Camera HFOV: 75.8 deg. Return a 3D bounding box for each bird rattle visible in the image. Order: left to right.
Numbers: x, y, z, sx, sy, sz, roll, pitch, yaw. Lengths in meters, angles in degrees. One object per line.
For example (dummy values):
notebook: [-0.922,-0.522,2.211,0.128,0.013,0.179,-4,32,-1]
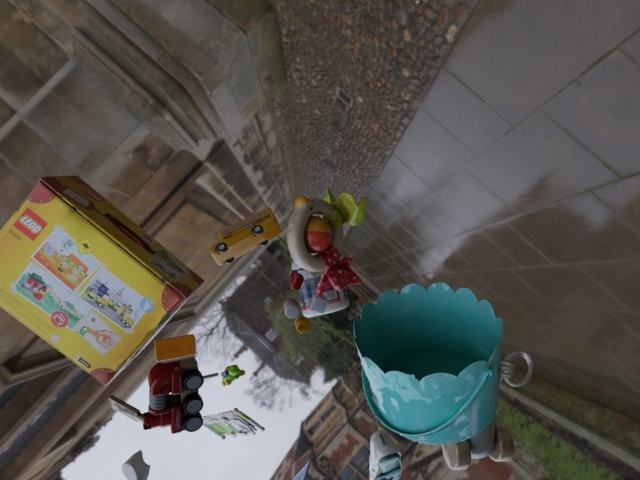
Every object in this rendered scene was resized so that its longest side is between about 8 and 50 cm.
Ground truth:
bird rattle: [0.000,0.000,0.941,0.207,0.253,0.143,15,178,-45]

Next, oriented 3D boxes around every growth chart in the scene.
growth chart: [-0.298,0.616,1.371,0.172,0.238,0.021,46,-144,-27]

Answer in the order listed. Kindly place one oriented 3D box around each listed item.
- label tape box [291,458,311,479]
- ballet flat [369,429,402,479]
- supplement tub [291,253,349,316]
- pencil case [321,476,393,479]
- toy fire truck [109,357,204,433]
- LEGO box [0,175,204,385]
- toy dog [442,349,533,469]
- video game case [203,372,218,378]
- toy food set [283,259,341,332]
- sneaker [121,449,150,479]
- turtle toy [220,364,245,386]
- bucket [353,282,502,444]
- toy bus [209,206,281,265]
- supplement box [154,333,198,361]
label tape box: [-0.120,0.750,1.024,0.106,0.333,0.240,45,-178,7]
ballet flat: [0.246,0.860,1.616,0.139,0.139,0.399,39,148,37]
supplement tub: [-0.007,0.156,1.643,0.191,0.192,0.271,75,-179,-82]
pencil case: [0.068,0.485,0.775,0.152,0.070,0.064,9,145,-15]
toy fire truck: [-0.487,0.459,1.217,0.247,0.216,0.159,-3,-163,-28]
LEGO box: [-0.677,0.112,1.219,0.500,0.372,0.193,42,-173,-7]
toy dog: [0.375,0.398,1.042,0.220,0.333,0.161,23,166,-9]
video game case: [-0.567,0.644,1.871,0.143,0.157,0.019,13,-128,-60]
toy food set: [-0.035,0.132,1.157,0.111,0.232,0.104,21,-172,-15]
sneaker: [-0.665,0.886,1.531,0.094,0.080,0.211,-51,-42,-71]
turtle toy: [-0.366,0.550,1.704,0.066,0.095,0.130,59,144,4]
bucket: [0.205,0.227,0.786,0.281,0.282,0.182,34,142,61]
toy bus: [-0.351,-0.019,1.906,0.130,0.333,0.108,56,169,35]
supplement box: [-0.246,0.187,0.709,0.098,0.062,0.036,128,132,-67]
